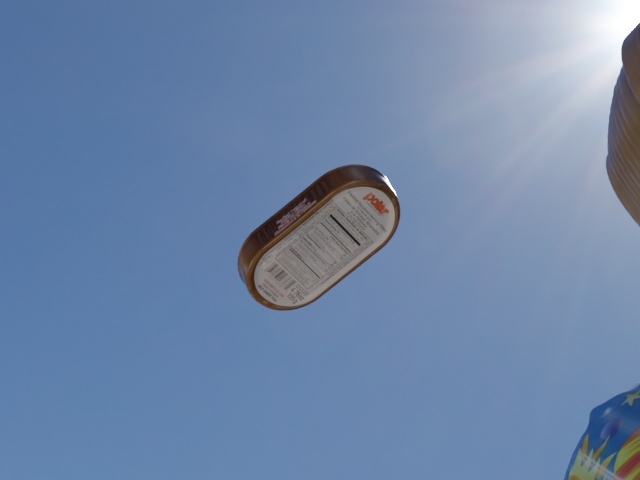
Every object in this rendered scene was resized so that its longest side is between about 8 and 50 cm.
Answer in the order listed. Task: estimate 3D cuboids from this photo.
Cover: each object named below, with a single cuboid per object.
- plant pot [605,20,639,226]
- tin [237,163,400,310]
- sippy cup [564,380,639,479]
[{"bbox_3d":[0.303,-0.057,0.961,0.237,0.237,0.110,31,-56,-19],"label":"plant pot"},{"bbox_3d":[0.000,0.000,1.300,0.189,0.040,0.106,-39,-48,8],"label":"tin"},{"bbox_3d":[0.265,0.183,0.734,0.305,0.240,0.224,24,1,-23],"label":"sippy cup"}]
